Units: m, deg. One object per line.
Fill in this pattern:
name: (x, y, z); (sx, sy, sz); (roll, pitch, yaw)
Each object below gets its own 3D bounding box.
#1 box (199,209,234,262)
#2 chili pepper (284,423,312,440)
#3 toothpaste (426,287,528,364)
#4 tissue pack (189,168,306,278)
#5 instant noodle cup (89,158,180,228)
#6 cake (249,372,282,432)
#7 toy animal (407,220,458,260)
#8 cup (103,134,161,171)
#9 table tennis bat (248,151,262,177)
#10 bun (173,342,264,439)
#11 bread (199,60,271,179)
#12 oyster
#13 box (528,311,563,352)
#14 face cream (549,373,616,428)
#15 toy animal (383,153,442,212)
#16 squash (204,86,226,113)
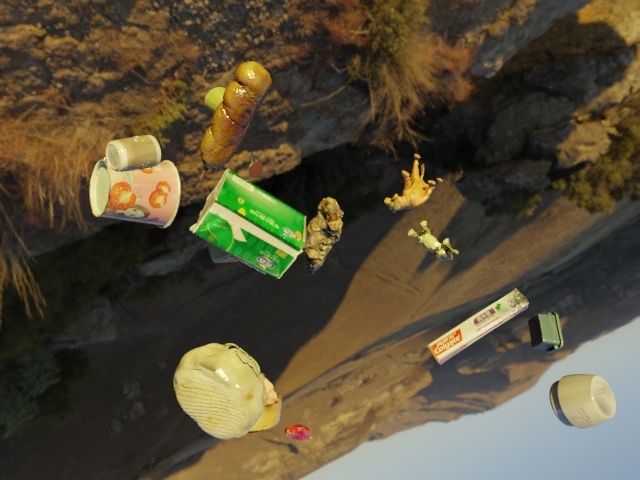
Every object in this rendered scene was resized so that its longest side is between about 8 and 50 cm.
box: (-0.228, -0.021, 1.314); (0.093, 0.172, 0.124); (-21, 169, 25)
chili pepper: (-0.071, 0.617, 1.688); (0.059, 0.050, 0.191); (-7, 153, 19)
toothpaste: (0.293, 0.161, 0.976); (0.196, 0.040, 0.047); (-34, 149, 5)
tissue pack: (-0.159, -0.018, 1.130); (0.209, 0.148, 0.156); (31, 116, -19)
instant noodle cup: (-0.631, -0.167, 1.770); (0.231, 0.242, 0.243); (4, 145, -42)
cake: (-0.233, 0.528, 1.752); (0.208, 0.178, 0.185); (-7, 180, 25)
toy animal: (0.369, 0.014, 1.660); (0.073, 0.181, 0.136); (-52, 149, -1)
cup: (-0.433, -0.200, 1.185); (0.099, 0.102, 0.074); (-23, 130, -49)
table tennis bat: (-0.190, -0.219, 1.516); (0.050, 0.007, 0.083); (-41, 139, -29)
bun: (-0.232, 0.346, 1.248); (0.239, 0.239, 0.141); (-40, -176, 33)
bread: (-0.226, -0.291, 1.333); (0.344, 0.084, 0.124); (-57, 161, 25)
oyster: (-0.002, -0.002, 1.796); (0.079, 0.128, 0.344); (-22, 146, -39)
box: (0.586, 0.239, 1.374); (0.054, 0.099, 0.074); (9, 150, -10)
face cream: (0.582, 0.356, 1.168); (0.117, 0.117, 0.104); (-11, 164, -39)
toy animal: (0.289, -0.165, 1.554); (0.255, 0.114, 0.116); (-47, 164, -54)
squash: (-0.297, -0.414, 1.658); (0.095, 0.224, 0.094); (-13, 124, -20)
